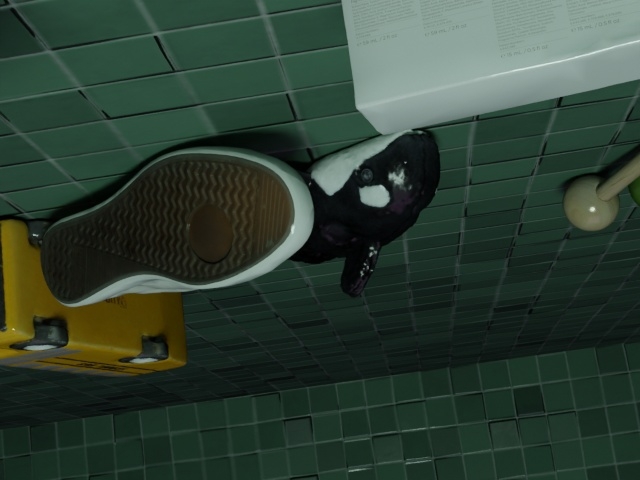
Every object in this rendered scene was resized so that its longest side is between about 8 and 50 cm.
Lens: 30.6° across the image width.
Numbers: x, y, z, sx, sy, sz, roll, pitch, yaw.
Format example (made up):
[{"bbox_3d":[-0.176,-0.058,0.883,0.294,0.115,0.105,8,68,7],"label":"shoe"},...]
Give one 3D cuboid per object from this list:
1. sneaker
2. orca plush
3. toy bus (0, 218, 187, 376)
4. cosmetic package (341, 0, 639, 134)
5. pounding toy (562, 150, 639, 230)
[{"bbox_3d":[-0.095,-0.014,0.926,0.290,0.106,0.123,-11,179,43],"label":"sneaker"},{"bbox_3d":[0.000,0.000,0.992,0.287,0.102,0.151,-18,163,39],"label":"orca plush"},{"bbox_3d":[-0.240,0.065,1.126,0.130,0.108,0.332,-11,167,20],"label":"toy bus"},{"bbox_3d":[0.130,-0.125,0.551,0.239,0.099,0.060,-11,169,15],"label":"cosmetic package"},{"bbox_3d":[0.363,-0.024,1.078,0.237,0.110,0.183,-1,165,-26],"label":"pounding toy"}]
